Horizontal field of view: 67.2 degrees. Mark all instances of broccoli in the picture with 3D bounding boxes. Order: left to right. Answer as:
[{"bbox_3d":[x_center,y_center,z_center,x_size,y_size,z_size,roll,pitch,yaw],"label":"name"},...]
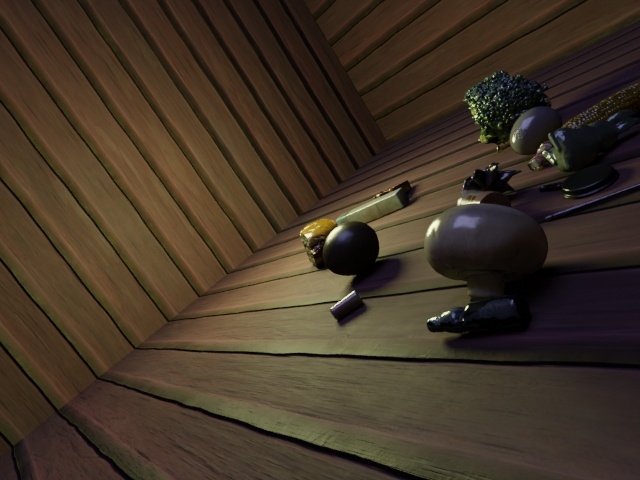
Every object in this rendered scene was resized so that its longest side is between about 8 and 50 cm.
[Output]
[{"bbox_3d":[0.751,-0.522,2.005,0.347,0.281,0.294,30,83,38],"label":"broccoli"}]

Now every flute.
[{"bbox_3d":[0.650,-0.097,1.102,0.269,0.014,0.014,-25,14,37],"label":"flute"}]

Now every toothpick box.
[{"bbox_3d":[0.465,-0.094,1.380,0.098,0.099,0.149,-34,10,-1],"label":"toothpick box"}]

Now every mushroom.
[{"bbox_3d":[0.340,0.030,1.000,0.245,0.203,0.246,0,-15,0],"label":"mushroom"}]

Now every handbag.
[{"bbox_3d":[0.342,-0.226,2.287,0.127,0.063,0.190,-25,2,33],"label":"handbag"}]

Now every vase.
[{"bbox_3d":[0.295,0.151,0.938,0.211,0.060,0.060,-23,16,45],"label":"vase"}]

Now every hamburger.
[{"bbox_3d":[0.000,0.000,2.144,0.245,0.156,0.282,-31,14,-23],"label":"hamburger"}]

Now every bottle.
[{"bbox_3d":[0.075,0.190,1.410,0.096,0.045,0.045,-34,12,1],"label":"bottle"}]

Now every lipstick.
[{"bbox_3d":[0.236,-0.137,2.227,0.371,0.076,0.079,-23,14,42],"label":"lipstick"}]

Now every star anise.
[{"bbox_3d":[0.515,-0.175,1.474,0.180,0.205,0.061,-8,62,11],"label":"star anise"}]

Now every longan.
[{"bbox_3d":[0.108,0.027,1.648,0.198,0.198,0.212,-25,8,34],"label":"longan"}]

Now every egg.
[{"bbox_3d":[0.742,-0.378,1.666,0.198,0.146,0.146,-41,12,-6],"label":"egg"}]

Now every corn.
[{"bbox_3d":[0.856,-0.368,1.453,0.310,0.102,0.101,-29,12,1],"label":"corn"}]

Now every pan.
[{"bbox_3d":[0.660,-0.153,1.264,0.136,0.028,0.235,-36,12,-15],"label":"pan"}]

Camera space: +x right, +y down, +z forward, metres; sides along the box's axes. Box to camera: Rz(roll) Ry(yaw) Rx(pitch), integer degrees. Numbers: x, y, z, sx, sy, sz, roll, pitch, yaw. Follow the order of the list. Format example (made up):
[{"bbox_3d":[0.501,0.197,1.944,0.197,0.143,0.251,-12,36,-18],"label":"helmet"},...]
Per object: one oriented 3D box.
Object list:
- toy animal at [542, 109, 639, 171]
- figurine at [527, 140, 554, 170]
[{"bbox_3d":[0.766,-0.280,1.353,0.251,0.127,0.125,-20,-1,-3],"label":"toy animal"},{"bbox_3d":[0.716,-0.270,1.553,0.129,0.054,0.072,-47,1,-24],"label":"figurine"}]
